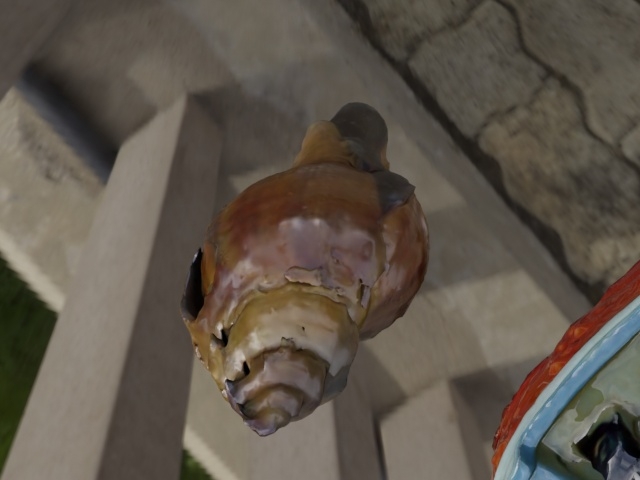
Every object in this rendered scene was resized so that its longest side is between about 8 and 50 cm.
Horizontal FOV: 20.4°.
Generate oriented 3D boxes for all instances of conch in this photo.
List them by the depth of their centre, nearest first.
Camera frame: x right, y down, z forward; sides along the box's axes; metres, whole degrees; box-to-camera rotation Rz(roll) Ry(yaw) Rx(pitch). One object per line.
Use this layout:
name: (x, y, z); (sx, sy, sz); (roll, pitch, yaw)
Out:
conch: (0.003, -0.001, 0.736); (0.086, 0.233, 0.080); (33, 135, 6)

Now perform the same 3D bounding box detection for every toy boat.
toy boat: (0.210, 0.106, 1.024); (0.145, 0.133, 0.332); (35, 108, -20)
